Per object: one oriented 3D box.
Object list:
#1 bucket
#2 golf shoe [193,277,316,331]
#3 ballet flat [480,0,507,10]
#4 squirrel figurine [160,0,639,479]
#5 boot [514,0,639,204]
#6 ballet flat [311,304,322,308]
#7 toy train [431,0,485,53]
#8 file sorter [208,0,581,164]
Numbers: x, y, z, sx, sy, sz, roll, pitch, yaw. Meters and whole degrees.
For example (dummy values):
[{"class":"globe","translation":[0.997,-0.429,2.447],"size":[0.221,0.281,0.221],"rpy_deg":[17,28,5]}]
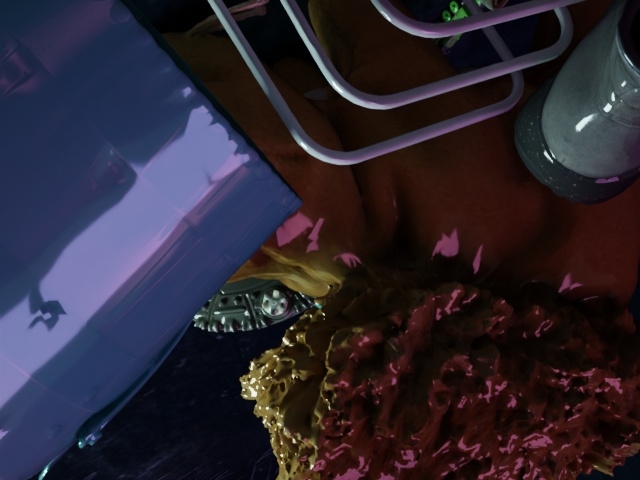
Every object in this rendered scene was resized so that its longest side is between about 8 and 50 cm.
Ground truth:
[{"class":"bucket","translation":[-0.152,-0.048,0.769],"size":[0.183,0.281,0.281],"rpy_deg":[-40,164,1]},{"class":"golf shoe","translation":[0.000,0.000,1.479],"size":[0.272,0.105,0.120],"rpy_deg":[-31,171,1]},{"class":"ballet flat","translation":[0.170,-0.230,1.185],"size":[0.057,0.052,0.168],"rpy_deg":[-9,153,-52]},{"class":"squirrel figurine","translation":[0.035,0.011,1.082],"size":[0.370,0.397,0.281],"rpy_deg":[2,156,-40]},{"class":"boot","translation":[0.264,-0.167,0.957],"size":[0.338,0.118,0.223],"rpy_deg":[-51,178,-21]},{"class":"ballet flat","translation":[0.057,0.022,1.696],"size":[0.086,0.086,0.248],"rpy_deg":[-23,161,-26]},{"class":"toy train","translation":[0.110,-0.176,1.288],"size":[0.017,0.024,0.083],"rpy_deg":[-19,159,-37]},{"class":"file sorter","translation":[0.073,-0.192,0.910],"size":[0.192,0.173,0.278],"rpy_deg":[-20,161,-33]}]
